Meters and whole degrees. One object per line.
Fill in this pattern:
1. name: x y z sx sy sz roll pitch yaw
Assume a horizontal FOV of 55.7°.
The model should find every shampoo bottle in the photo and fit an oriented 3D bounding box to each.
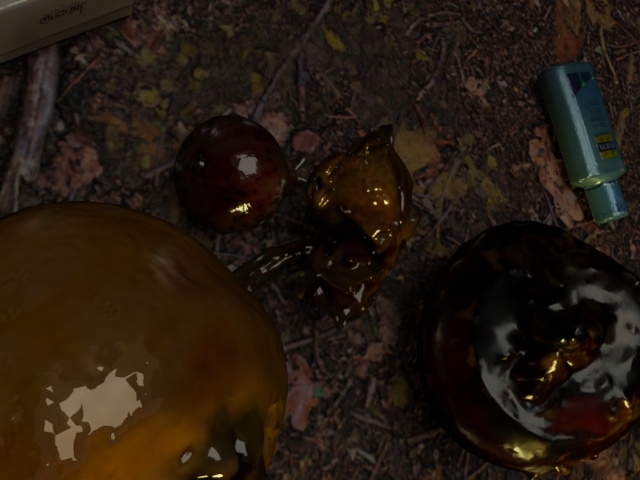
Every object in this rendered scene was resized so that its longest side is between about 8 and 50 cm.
1. shampoo bottle: 0.426 -0.154 0.964 0.104 0.061 0.258 -11 82 -26

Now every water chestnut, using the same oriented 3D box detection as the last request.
1. water chestnut: 0.255 0.117 0.696 0.300 0.300 0.300 6 74 -24

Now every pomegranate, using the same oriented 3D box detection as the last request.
1. pomegranate: -0.081 -0.066 0.673 0.159 0.129 0.129 20 69 -29

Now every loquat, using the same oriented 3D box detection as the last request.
1. loquat: -0.187 0.131 0.456 0.328 0.328 0.328 6 74 -24

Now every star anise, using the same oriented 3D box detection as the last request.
1. star anise: 0.006 0.008 0.665 0.148 0.237 0.346 38 70 24

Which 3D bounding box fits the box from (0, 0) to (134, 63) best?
1. box: -0.341 -0.336 0.626 0.194 0.111 0.260 -36 91 -28
